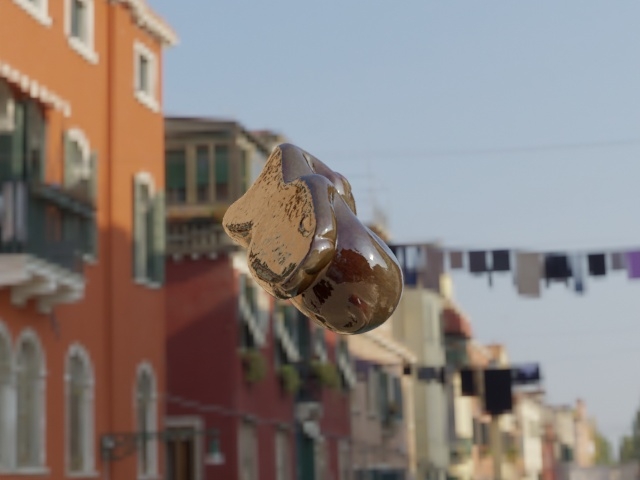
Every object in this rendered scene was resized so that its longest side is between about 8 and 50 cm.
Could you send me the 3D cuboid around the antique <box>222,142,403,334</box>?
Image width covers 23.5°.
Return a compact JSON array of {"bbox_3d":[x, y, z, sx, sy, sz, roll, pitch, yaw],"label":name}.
[{"bbox_3d":[0.000,0.000,1.554,0.143,0.121,0.257,31,11,-29],"label":"antique"}]
